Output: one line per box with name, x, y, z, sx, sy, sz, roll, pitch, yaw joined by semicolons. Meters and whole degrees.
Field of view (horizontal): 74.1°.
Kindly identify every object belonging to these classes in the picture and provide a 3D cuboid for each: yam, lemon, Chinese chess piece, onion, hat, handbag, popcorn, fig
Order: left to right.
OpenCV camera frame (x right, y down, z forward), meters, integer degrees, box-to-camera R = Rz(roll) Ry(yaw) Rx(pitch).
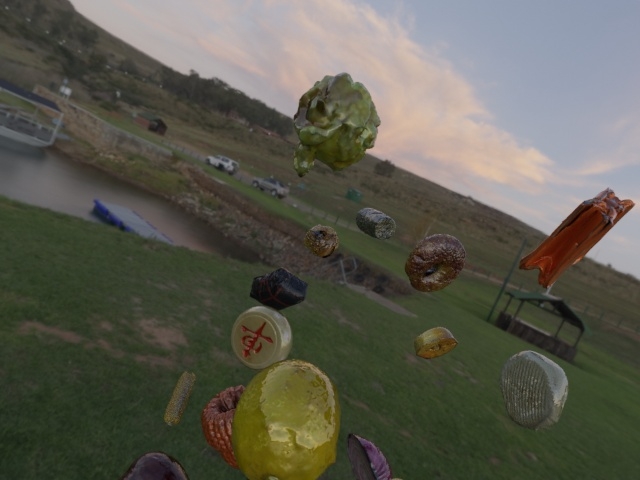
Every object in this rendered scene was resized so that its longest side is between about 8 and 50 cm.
fig;-0.334;0.605;0.960;0.274;0.170;0.146;28;-40;4
hat;-0.310;0.792;1.687;0.285;0.401;0.285;-5;15;1
Chinese chess piece;-0.231;0.381;1.655;0.250;0.251;0.097;27;6;20
handbag;-0.188;0.211;1.849;0.215;0.155;0.169;-24;-45;38
lemon;-0.069;0.379;0.895;0.233;0.234;0.288;26;33;1
popcorn;0.050;-0.369;1.379;0.278;0.336;0.274;3;-11;-6
onion;0.198;0.851;1.629;0.111;0.248;0.250;-15;-22;-19
yam;0.200;-0.056;1.508;0.107;0.107;0.183;25;7;-17
handbag;0.817;-0.019;1.348;0.410;0.304;0.116;-16;53;-45

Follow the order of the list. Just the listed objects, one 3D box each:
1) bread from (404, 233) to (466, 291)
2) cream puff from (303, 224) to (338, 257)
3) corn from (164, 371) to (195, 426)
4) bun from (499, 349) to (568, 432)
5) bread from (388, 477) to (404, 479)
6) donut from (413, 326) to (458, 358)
bread;0.321;0.066;1.171;0.193;0.193;0.064;23;17;-34
cream puff;0.000;0.000;1.560;0.133;0.120;0.104;13;-7;19
corn;-0.548;0.614;1.651;0.068;0.207;0.068;11;-30;7
bun;0.511;0.355;1.001;0.113;0.173;0.167;11;21;-23
bread;0.186;0.631;0.960;0.073;0.149;0.122;44;-34;-21
donut;0.471;0.424;1.770;0.190;0.174;0.075;12;46;-33
